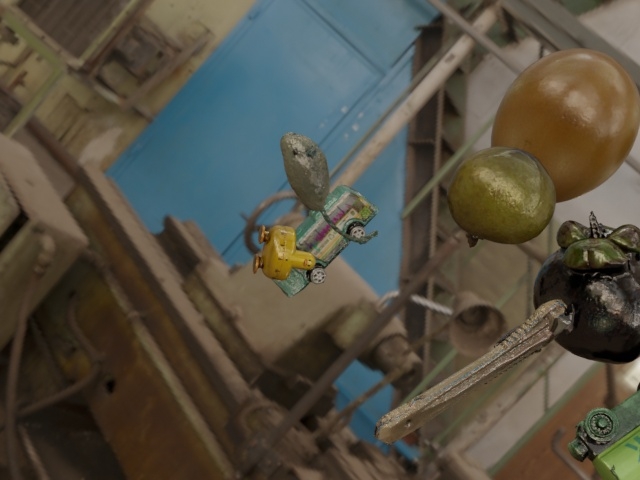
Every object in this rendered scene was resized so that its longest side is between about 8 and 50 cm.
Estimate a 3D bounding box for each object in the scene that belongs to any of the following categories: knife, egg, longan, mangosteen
[{"bbox_3d":[0.229,0.195,1.347,0.043,0.365,0.089,43,-22,52],"label":"knife"},{"bbox_3d":[0.507,-0.234,1.870,0.282,0.351,0.283,18,36,-14],"label":"egg"},{"bbox_3d":[0.264,-0.057,1.326,0.154,0.176,0.145,35,40,16],"label":"longan"},{"bbox_3d":[0.457,0.078,1.464,0.243,0.243,0.243,41,7,-6],"label":"mangosteen"}]

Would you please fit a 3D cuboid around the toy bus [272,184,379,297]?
[{"bbox_3d":[0.000,0.000,1.841,0.109,0.262,0.091,44,-2,-21],"label":"toy bus"}]

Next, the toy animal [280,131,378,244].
[{"bbox_3d":[0.007,-0.076,1.531,0.253,0.079,0.070,55,14,-22],"label":"toy animal"}]

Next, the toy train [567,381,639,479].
[{"bbox_3d":[0.542,0.318,1.484,0.157,0.253,0.105,55,-11,25],"label":"toy train"}]

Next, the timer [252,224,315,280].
[{"bbox_3d":[-0.067,0.025,1.706,0.109,0.107,0.107,10,15,-12],"label":"timer"}]
